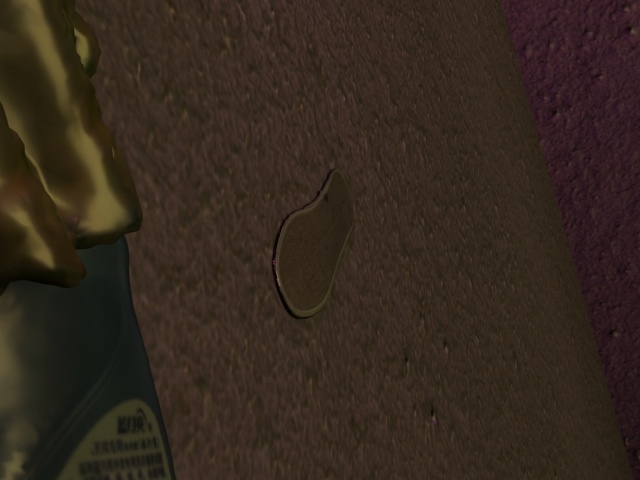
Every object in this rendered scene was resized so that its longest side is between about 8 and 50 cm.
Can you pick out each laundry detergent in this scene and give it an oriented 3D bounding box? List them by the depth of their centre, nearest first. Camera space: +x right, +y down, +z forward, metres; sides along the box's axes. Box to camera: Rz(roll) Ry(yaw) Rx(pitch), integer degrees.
[{"bbox_3d":[-0.111,0.072,0.389,0.143,0.094,0.290,12,63,-60],"label":"laundry detergent"}]

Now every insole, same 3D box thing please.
[{"bbox_3d":[0.001,0.000,0.884,0.232,0.003,0.080,-57,131,-65],"label":"insole"}]

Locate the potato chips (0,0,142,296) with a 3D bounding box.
[{"bbox_3d":[-0.148,-0.035,0.170,0.389,0.097,0.373,66,34,-53],"label":"potato chips"}]
